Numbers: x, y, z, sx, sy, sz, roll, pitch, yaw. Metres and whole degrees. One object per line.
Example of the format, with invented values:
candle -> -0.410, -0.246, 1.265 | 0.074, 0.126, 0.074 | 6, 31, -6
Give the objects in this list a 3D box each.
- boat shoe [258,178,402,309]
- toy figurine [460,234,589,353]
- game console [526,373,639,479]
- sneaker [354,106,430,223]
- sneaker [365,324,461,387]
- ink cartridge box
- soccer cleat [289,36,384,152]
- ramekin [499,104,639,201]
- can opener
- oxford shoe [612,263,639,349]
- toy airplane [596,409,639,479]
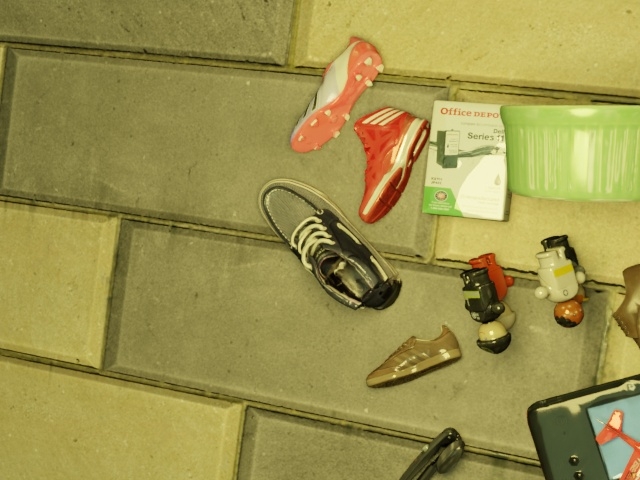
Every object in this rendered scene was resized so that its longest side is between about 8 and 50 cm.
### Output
boat shoe -> 0.000, 0.000, 1.808 | 0.340, 0.158, 0.127 | 39, 101, 14
toy figurine -> 0.354, 0.092, 1.666 | 0.209, 0.213, 0.148 | -16, 94, 15
game console -> 0.586, 0.400, 1.666 | 0.386, 0.060, 0.342 | -19, 84, 17
sneaker -> 0.104, -0.149, 1.825 | 0.128, 0.087, 0.221 | 30, 87, 25
sneaker -> 0.169, 0.219, 1.811 | 0.188, 0.066, 0.071 | -21, 67, 12
ink cartridge box -> 0.274, -0.144, 1.755 | 0.153, 0.087, 0.209 | 6, 91, 18
soccer cleat -> 0.022, -0.277, 1.854 | 0.248, 0.083, 0.095 | -51, 46, 17
ramekin -> 0.447, -0.148, 1.593 | 0.303, 0.303, 0.148 | 3, 98, 18
can opener -> 0.196, 0.418, 1.797 | 0.059, 0.073, 0.186 | 45, 112, 5
oxford shoe -> 0.555, 0.152, 1.663 | 0.096, 0.083, 0.227 | -9, 70, 31
toy airplane -> 0.535, 0.350, 1.651 | 0.151, 0.028, 0.151 | -3, 82, 20
